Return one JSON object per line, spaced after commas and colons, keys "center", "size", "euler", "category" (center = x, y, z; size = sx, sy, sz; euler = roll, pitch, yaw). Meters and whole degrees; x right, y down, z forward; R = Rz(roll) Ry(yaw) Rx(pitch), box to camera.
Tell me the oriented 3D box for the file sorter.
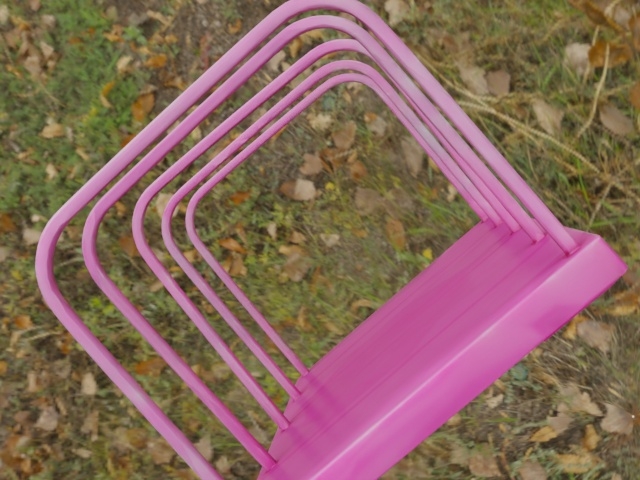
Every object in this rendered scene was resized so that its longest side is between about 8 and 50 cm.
{"center": [0.000, 0.000, 0.467], "size": [0.202, 0.290, 0.182], "euler": [-41, 90, 6], "category": "file sorter"}
